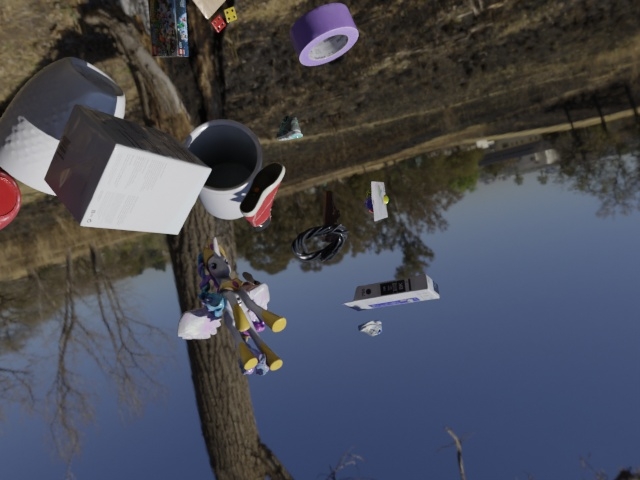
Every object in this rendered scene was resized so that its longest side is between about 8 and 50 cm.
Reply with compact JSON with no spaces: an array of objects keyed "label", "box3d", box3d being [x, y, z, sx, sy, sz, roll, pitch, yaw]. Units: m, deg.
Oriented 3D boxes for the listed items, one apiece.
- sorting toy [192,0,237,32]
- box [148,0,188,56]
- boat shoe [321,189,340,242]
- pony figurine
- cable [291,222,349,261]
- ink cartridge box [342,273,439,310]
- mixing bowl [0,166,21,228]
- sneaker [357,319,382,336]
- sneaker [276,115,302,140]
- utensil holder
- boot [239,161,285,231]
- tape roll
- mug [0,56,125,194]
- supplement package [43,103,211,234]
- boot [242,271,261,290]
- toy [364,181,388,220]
[{"label":"sorting toy","box3d":[-0.421,-0.911,1.788,0.046,0.274,0.132,28,-103,42]},{"label":"box","box3d":[-0.524,-0.752,1.658,0.159,0.232,0.044,14,-158,37]},{"label":"boat shoe","box3d":[0.043,-0.093,1.889,0.073,0.206,0.073,1,-179,-1]},{"label":"pony figurine","box3d":[-0.238,0.206,1.379,0.303,0.350,0.363,-20,-131,-27]},{"label":"cable","box3d":[0.000,0.000,1.440,0.151,0.047,0.184,14,139,-27]},{"label":"ink cartridge box","box3d":[0.260,0.199,1.809,0.333,0.065,0.165,-14,157,23]},{"label":"mixing bowl","box3d":[-0.718,-0.093,1.032,0.098,0.181,0.181,1,-168,27]},{"label":"sneaker","box3d":[0.197,0.340,1.859,0.052,0.057,0.135,-31,159,37]},{"label":"sneaker","box3d":[-0.104,-0.368,1.581,0.065,0.076,0.166,-14,-168,-22]},{"label":"utensil holder","box3d":[-0.413,-0.294,2.137,0.328,0.327,0.385,-15,166,-9]},{"label":"boot","box3d":[-0.198,-0.159,1.807,0.089,0.244,0.176,24,162,22]},{"label":"tape roll","box3d":[0.010,-0.597,1.411,0.189,0.080,0.189,-22,175,-2]},{"label":"mug","box3d":[-0.692,-0.302,1.362,0.328,0.374,0.276,-48,159,15]},{"label":"supplement package","box3d":[-0.447,-0.156,1.138,0.198,0.199,0.263,40,-163,29]},{"label":"boot","box3d":[-0.336,0.186,2.168,0.114,0.106,0.037,-19,-144,48]},{"label":"toy","box3d":[0.197,-0.144,1.768,0.056,0.136,0.237,-5,-175,22]}]
